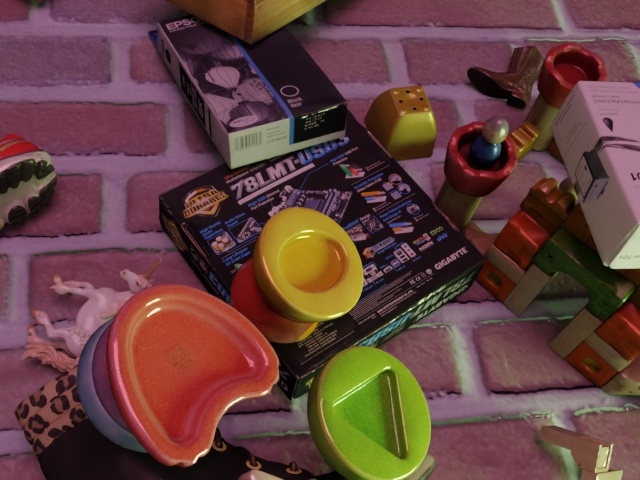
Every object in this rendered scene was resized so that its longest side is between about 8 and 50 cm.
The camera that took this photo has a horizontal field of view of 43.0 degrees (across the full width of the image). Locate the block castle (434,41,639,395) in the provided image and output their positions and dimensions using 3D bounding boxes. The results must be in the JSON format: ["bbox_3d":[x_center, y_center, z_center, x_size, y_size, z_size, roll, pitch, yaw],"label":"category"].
[{"bbox_3d":[0.385,-0.023,1.003,0.453,0.213,0.303,43,62,16],"label":"block castle"}]

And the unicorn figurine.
[{"bbox_3d":[-0.262,0.079,0.929,0.111,0.060,0.162,22,74,3],"label":"unicorn figurine"}]

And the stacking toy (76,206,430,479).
[{"bbox_3d":[-0.059,0.145,0.775,0.309,0.130,0.279,-27,83,-42],"label":"stacking toy"}]

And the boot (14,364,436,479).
[{"bbox_3d":[-0.100,0.219,0.826,0.377,0.138,0.284,-26,66,-17],"label":"boot"}]

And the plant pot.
[{"bbox_3d":[0.116,-0.168,1.120,0.081,0.083,0.081,-9,60,-14],"label":"plant pot"}]

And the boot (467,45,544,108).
[{"bbox_3d":[0.285,-0.265,1.234,0.106,0.037,0.114,31,62,-6],"label":"boot"}]

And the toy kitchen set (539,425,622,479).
[{"bbox_3d":[0.294,0.262,0.928,0.068,0.075,0.083,12,89,-45],"label":"toy kitchen set"}]

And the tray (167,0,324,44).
[{"bbox_3d":[-0.051,-0.435,1.198,0.203,0.076,0.411,31,48,19],"label":"tray"}]

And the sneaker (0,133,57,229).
[{"bbox_3d":[-0.454,-0.043,0.958,0.279,0.107,0.118,-27,48,-26],"label":"sneaker"}]

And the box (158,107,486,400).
[{"bbox_3d":[0.000,0.000,1.004,0.295,0.073,0.293,-30,65,-26],"label":"box"}]

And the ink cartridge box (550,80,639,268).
[{"bbox_3d":[0.345,-0.072,0.856,0.139,0.082,0.191,-1,54,-12],"label":"ink cartridge box"}]

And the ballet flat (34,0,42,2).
[{"bbox_3d":[-0.363,-0.432,1.217,0.073,0.080,0.232,49,63,-12],"label":"ballet flat"}]

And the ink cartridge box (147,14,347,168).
[{"bbox_3d":[-0.110,-0.237,1.094,0.165,0.065,0.333,-20,50,-19],"label":"ink cartridge box"}]
